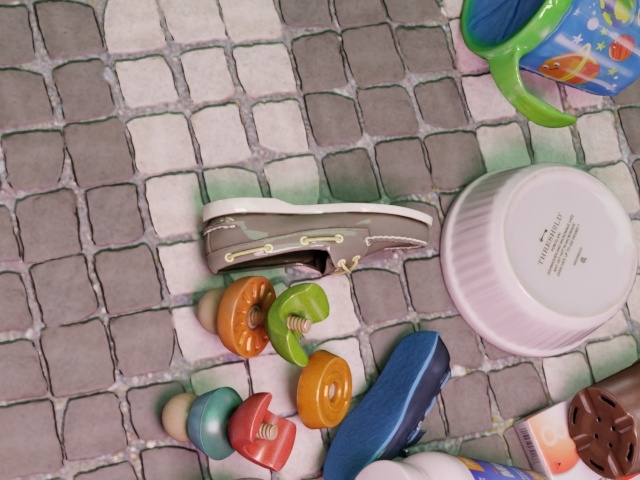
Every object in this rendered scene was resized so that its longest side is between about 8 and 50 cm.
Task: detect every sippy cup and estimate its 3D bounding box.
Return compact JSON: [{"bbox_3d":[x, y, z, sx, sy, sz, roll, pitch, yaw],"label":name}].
[{"bbox_3d":[0.357,-0.321,1.903,0.224,0.240,0.305,24,106,-26],"label":"sippy cup"}]

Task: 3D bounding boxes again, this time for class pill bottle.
[{"bbox_3d":[0.164,0.337,1.625,0.272,0.152,0.152,19,68,-41],"label":"pill bottle"}]

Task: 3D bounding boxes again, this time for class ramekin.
[{"bbox_3d":[0.309,0.017,1.832,0.272,0.127,0.273,6,74,-21],"label":"ramekin"}]

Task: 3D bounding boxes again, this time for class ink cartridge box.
[{"bbox_3d":[0.368,0.281,1.832,0.179,0.045,0.145,-21,85,-23],"label":"ink cartridge box"}]

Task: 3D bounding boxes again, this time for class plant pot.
[{"bbox_3d":[0.430,0.236,1.790,0.165,0.167,0.167,-14,82,-32],"label":"plant pot"}]

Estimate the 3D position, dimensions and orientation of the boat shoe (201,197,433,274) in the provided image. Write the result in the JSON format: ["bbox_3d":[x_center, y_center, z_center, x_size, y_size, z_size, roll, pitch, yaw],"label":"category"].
[{"bbox_3d":[-0.001,0.001,1.722,0.305,0.109,0.091,1,76,-16],"label":"boat shoe"}]

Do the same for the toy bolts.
[{"bbox_3d":[-0.086,0.180,1.650,0.228,0.158,0.218,-63,143,-33],"label":"toy bolts"}]

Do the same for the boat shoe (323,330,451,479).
[{"bbox_3d":[0.103,0.230,1.701,0.258,0.109,0.089,-50,125,-26],"label":"boat shoe"}]

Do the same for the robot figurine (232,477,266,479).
[{"bbox_3d":[-0.040,0.400,1.562,0.278,0.209,0.173,39,83,-9],"label":"robot figurine"}]
